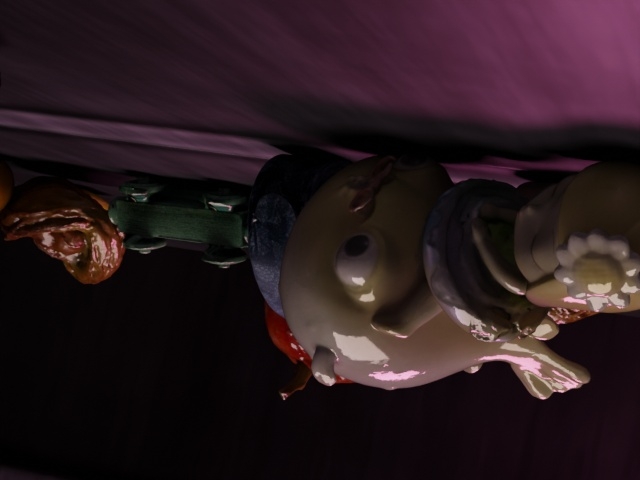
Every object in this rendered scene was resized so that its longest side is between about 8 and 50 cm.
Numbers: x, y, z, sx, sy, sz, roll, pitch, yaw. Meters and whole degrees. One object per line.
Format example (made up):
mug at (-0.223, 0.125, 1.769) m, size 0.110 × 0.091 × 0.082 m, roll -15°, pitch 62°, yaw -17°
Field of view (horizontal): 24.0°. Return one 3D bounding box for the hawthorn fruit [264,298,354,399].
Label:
hawthorn fruit at (0.018, 0.082, 1.835) m, size 0.205 × 0.253 × 0.205 m, roll 31°, pitch -178°, yaw -1°

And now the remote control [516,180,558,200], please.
remote control at (0.254, -0.026, 1.256) m, size 0.078 × 0.042 × 0.221 m, roll 15°, pitch 173°, yaw -43°

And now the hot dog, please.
hot dog at (-0.349, -0.016, 2.048) m, size 0.175 × 0.114 × 0.259 m, roll 36°, pitch 178°, yaw -13°

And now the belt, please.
belt at (0.000, 0.000, 1.429) m, size 0.082 × 0.141 × 0.190 m, roll 5°, pitch 142°, yaw 28°

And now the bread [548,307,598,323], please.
bread at (0.254, 0.040, 1.661) m, size 0.193 × 0.064 × 0.193 m, roll -10°, pitch -164°, yaw 3°

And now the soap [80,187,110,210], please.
soap at (-0.376, -0.065, 2.302) m, size 0.089 × 0.033 × 0.168 m, roll 7°, pitch 176°, yaw 5°

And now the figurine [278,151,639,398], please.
figurine at (0.157, 0.030, 1.216) m, size 0.274 × 0.226 × 0.394 m, roll 44°, pitch 144°, yaw -23°

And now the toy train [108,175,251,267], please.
toy train at (-0.146, -0.030, 1.909) m, size 0.248 × 0.101 × 0.159 m, roll 8°, pitch -169°, yaw 33°

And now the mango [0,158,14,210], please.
mango at (-0.471, -0.076, 2.013) m, size 0.105 × 0.084 × 0.159 m, roll 18°, pitch 173°, yaw -27°
